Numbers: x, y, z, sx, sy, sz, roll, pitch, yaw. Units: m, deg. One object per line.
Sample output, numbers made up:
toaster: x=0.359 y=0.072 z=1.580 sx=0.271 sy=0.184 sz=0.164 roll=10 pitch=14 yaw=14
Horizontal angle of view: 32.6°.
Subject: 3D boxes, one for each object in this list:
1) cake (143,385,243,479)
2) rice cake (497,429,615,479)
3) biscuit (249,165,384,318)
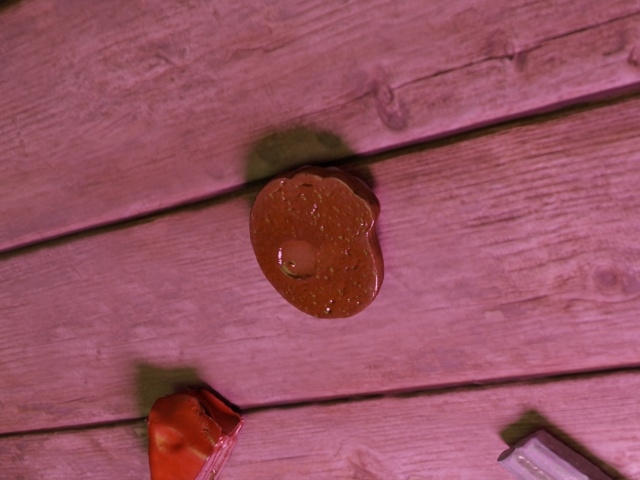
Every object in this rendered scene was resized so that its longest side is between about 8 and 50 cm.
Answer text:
cake: x=-0.211 y=0.338 z=1.686 sx=0.135 sy=0.098 sz=0.287 roll=27 pitch=125 yaw=12
rice cake: x=0.336 y=0.322 z=1.381 sx=0.226 sy=0.040 sz=0.085 roll=36 pitch=132 yaw=5
biscuit: x=0.000 y=0.000 z=1.365 sx=0.181 sy=0.049 sz=0.208 roll=5 pitch=122 yaw=28
